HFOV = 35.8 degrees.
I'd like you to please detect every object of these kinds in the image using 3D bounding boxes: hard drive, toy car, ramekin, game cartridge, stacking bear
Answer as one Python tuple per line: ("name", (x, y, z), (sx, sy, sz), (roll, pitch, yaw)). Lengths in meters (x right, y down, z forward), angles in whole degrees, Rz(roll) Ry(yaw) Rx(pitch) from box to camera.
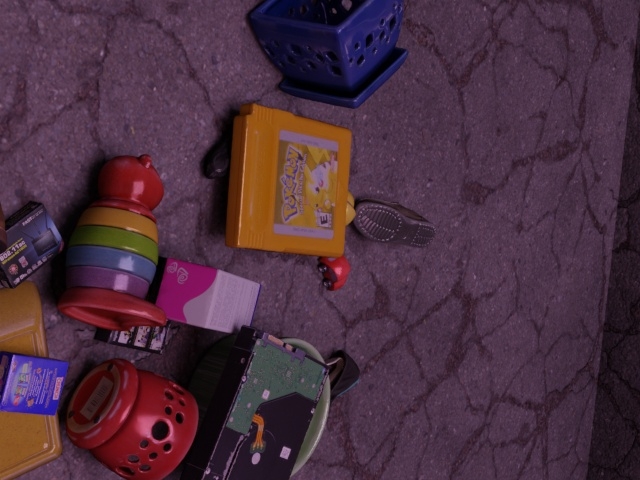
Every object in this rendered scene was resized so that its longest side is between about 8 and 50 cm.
("hard drive", (-0.123, 0.355, 1.873), (0.237, 0.064, 0.339), (34, 73, -47))
("toy car", (0.000, 0.000, 2.181), (0.225, 0.053, 0.239), (-1, 98, -49))
("ramekin", (-0.133, 0.333, 2.022), (0.303, 0.148, 0.303), (-13, 107, -47))
("game cartridge", (-0.058, -0.114, 2.021), (0.324, 0.053, 0.285), (6, 87, -52))
("stacking bear", (-0.343, -0.007, 1.699), (0.164, 0.175, 0.289), (22, 68, -38))

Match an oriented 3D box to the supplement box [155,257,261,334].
("supplement box", (-0.209, 0.110, 1.863), (0.220, 0.111, 0.114), (27, 76, -72))

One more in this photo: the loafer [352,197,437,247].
("loafer", (0.163, -0.045, 2.352), (0.251, 0.087, 0.094), (19, 109, -39))

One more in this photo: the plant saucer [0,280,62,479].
("plant saucer", (-0.551, 0.267, 1.578), (0.333, 0.081, 0.332), (-21, 112, -45))

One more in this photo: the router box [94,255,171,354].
("router box", (-0.329, 0.111, 1.828), (0.133, 0.046, 0.179), (22, 81, -49))

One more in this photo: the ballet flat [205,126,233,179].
("ballet flat", (-0.175, -0.185, 1.961), (0.057, 0.049, 0.173), (48, 52, -11))

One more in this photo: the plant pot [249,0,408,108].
("plant pot", (0.032, -0.408, 2.007), (0.236, 0.236, 0.212), (-47, 136, -32))

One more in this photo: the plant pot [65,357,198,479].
("plant pot", (-0.341, 0.312, 1.754), (0.174, 0.191, 0.191), (41, 67, -35))

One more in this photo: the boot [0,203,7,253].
("boot", (-0.585, -0.075, 1.447), (0.305, 0.112, 0.115), (36, 41, -56))

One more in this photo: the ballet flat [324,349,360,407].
("ballet flat", (-0.011, 0.338, 2.219), (0.280, 0.095, 0.096), (-43, 118, -48))

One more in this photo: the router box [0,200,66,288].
("router box", (-0.489, 0.006, 1.628), (0.122, 0.038, 0.092), (-45, 128, -34))

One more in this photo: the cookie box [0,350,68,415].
("cookie box", (-0.464, 0.228, 1.577), (0.107, 0.040, 0.091), (19, 83, -49))
